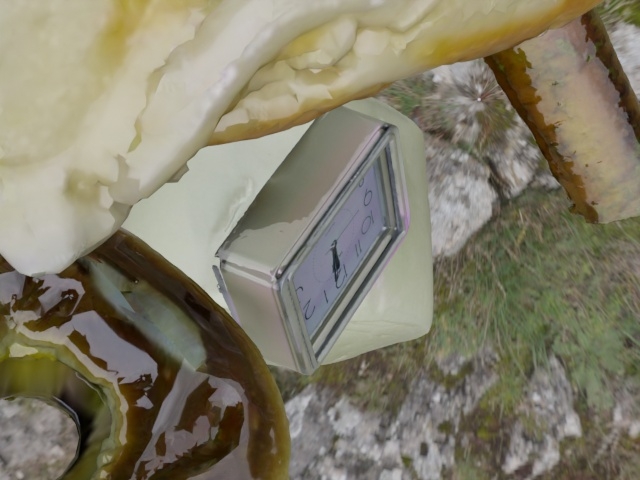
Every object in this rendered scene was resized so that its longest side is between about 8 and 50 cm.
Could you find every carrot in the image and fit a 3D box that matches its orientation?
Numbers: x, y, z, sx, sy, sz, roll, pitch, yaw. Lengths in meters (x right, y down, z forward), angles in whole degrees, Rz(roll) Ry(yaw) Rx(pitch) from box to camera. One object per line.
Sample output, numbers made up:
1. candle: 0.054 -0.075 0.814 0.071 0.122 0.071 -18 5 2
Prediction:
1. carrot: 0.217 -0.152 1.029 0.114 0.114 0.302 -28 103 10

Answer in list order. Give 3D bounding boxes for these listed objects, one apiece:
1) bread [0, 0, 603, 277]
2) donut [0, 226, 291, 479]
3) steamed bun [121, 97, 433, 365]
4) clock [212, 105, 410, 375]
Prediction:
1. bread: -0.059 -0.214 0.505 0.390 0.371 0.279 -26 121 -29
2. donut: -0.191 0.130 0.697 0.330 0.330 0.160 50 143 0
3. steamed bun: -0.047 -0.026 1.518 0.456 0.290 0.371 5 71 -26
4. clock: 0.000 0.000 0.970 0.071 0.147 0.192 21 58 25
